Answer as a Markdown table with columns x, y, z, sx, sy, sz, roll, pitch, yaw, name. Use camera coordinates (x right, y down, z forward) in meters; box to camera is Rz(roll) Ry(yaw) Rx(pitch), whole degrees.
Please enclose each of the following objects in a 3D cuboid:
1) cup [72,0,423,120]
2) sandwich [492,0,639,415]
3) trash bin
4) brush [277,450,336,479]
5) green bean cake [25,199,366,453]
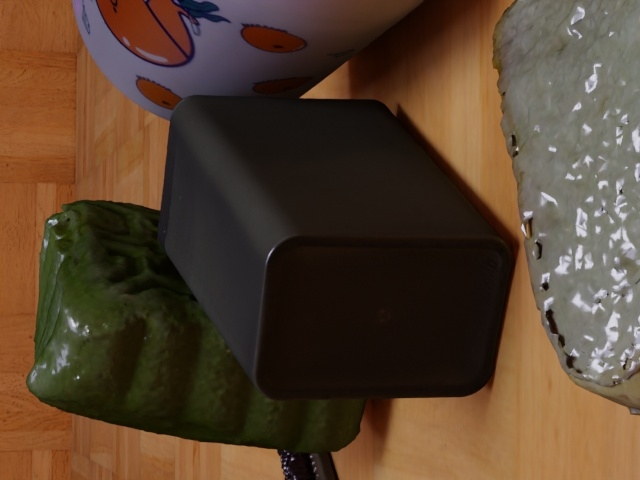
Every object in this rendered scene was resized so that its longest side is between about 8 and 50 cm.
| x | y | z | sx | sy | sz | roll | pitch | yaw | name |
| --- | --- | --- | --- | --- | --- | --- | --- | --- | --- |
| -0.034 | -0.211 | 0.977 | 0.317 | 0.212 | 0.212 | 158 | 113 | -68 | cup |
| 0.151 | -0.082 | 0.445 | 0.251 | 0.087 | 0.226 | -54 | 30 | 38 | sandwich |
| 0.000 | 0.000 | 0.928 | 0.240 | 0.164 | 0.122 | -125 | 40 | -62 | trash bin |
| 0.001 | 0.220 | 1.128 | 0.248 | 0.036 | 0.043 | -110 | 22 | -50 | brush |
| -0.094 | 0.058 | 1.085 | 0.222 | 0.248 | 0.125 | -121 | 38 | -63 | green bean cake |
